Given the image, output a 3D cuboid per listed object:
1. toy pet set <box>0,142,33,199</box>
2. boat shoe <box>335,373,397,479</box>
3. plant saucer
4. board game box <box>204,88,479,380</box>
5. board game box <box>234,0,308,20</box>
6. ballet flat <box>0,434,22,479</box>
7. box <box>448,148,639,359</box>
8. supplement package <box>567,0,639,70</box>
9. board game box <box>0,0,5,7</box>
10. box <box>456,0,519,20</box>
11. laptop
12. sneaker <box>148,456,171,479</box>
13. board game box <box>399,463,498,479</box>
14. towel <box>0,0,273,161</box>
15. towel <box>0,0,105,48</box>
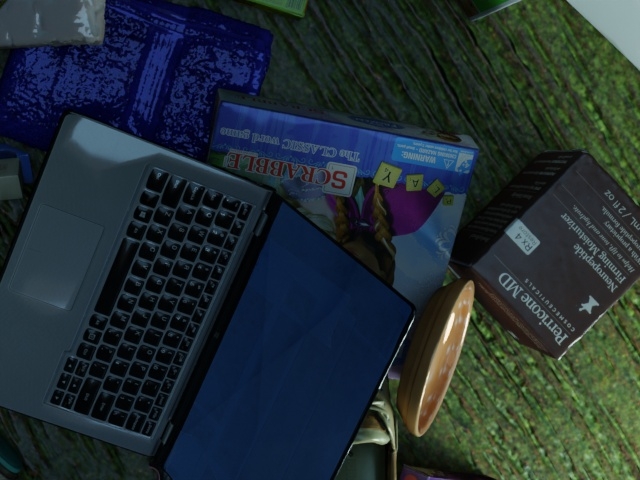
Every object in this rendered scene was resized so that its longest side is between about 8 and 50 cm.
[{"bbox_3d":[-0.387,-0.054,1.562,0.122,0.065,0.114,-6,129,-6],"label":"toy pet set"},{"bbox_3d":[0.042,0.216,1.504,0.123,0.120,0.324,-4,86,-20],"label":"boat shoe"},{"bbox_3d":[0.136,0.137,1.547,0.037,0.200,0.200,18,90,14],"label":"plant saucer"},{"bbox_3d":[0.000,0.000,1.570,0.319,0.066,0.318,9,109,-9],"label":"board game box"},{"bbox_3d":[-0.098,-0.343,1.587,0.181,0.043,0.092,15,90,-10],"label":"board game box"},{"bbox_3d":[-0.493,0.197,1.529,0.106,0.107,0.316,-38,97,3],"label":"ballet flat"},{"bbox_3d":[0.288,0.013,1.608,0.203,0.167,0.168,-45,99,-4],"label":"box"},{"bbox_3d":[0.464,-0.367,1.598,0.199,0.198,0.262,41,86,-10],"label":"supplement package"},{"bbox_3d":[-0.411,-0.316,1.440,0.141,0.048,0.170,41,99,5],"label":"board game box"},{"bbox_3d":[0.190,-0.415,1.535,0.127,0.231,0.262,-36,99,-6],"label":"box"},{"bbox_3d":[-0.169,0.123,1.438,0.408,0.236,0.382,21,106,-12],"label":"laptop"},{"bbox_3d":[-0.182,0.319,1.617,0.057,0.047,0.119,-18,89,-1],"label":"sneaker"},{"bbox_3d":[0.118,0.457,1.608,0.208,0.056,0.346,18,91,-47],"label":"board game box"},{"bbox_3d":[-0.228,-0.193,1.559,0.308,0.076,0.227,16,90,-10],"label":"towel"},{"bbox_3d":[-0.407,-0.382,1.486,0.317,0.053,0.331,-3,93,11],"label":"towel"}]
